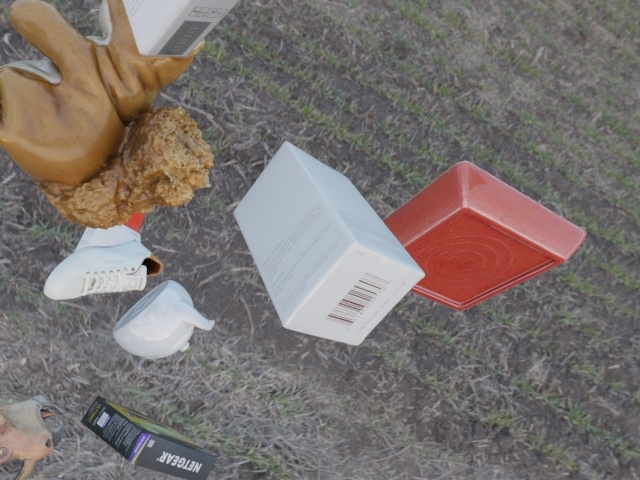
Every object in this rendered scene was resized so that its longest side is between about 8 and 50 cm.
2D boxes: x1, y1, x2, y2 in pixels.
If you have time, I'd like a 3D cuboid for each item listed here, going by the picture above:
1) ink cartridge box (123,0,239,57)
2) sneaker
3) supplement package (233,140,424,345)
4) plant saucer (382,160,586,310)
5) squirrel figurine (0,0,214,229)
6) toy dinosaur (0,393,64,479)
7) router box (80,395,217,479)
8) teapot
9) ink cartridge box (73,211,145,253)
[{"bbox_3d":[-0.119,-0.334,0.417,0.060,0.275,0.239,-18,91,-42],"label":"ink cartridge box"},{"bbox_3d":[-0.479,0.075,1.108,0.123,0.106,0.290,29,24,14],"label":"sneaker"},{"bbox_3d":[0.000,0.000,0.491,0.105,0.105,0.179,22,25,-40],"label":"supplement package"},{"bbox_3d":[0.210,0.022,0.716,0.258,0.259,0.048,23,50,-25],"label":"plant saucer"},{"bbox_3d":[-0.354,-0.232,0.844,0.370,0.281,0.397,-39,107,-19],"label":"squirrel figurine"},{"bbox_3d":[-0.419,0.172,0.428,0.295,0.127,0.200,-17,84,-6],"label":"toy dinosaur"},{"bbox_3d":[-0.467,0.556,1.332,0.242,0.309,0.081,16,65,33],"label":"router box"},{"bbox_3d":[-0.462,0.255,1.409,0.252,0.256,0.187,-43,107,-12],"label":"teapot"},{"bbox_3d":[-0.602,-0.028,1.436,0.066,0.189,0.232,20,78,24],"label":"ink cartridge box"}]
